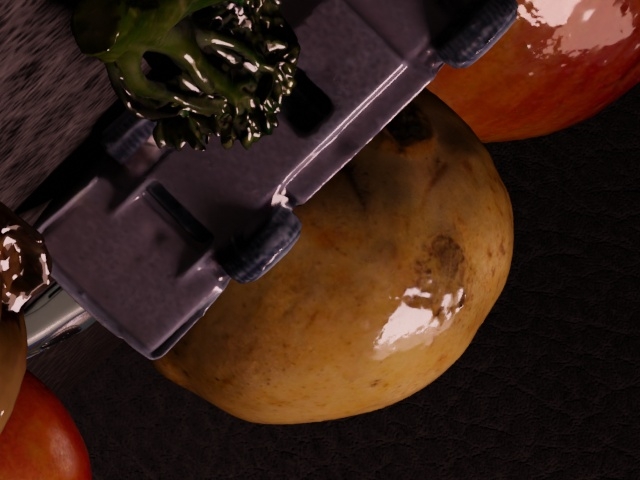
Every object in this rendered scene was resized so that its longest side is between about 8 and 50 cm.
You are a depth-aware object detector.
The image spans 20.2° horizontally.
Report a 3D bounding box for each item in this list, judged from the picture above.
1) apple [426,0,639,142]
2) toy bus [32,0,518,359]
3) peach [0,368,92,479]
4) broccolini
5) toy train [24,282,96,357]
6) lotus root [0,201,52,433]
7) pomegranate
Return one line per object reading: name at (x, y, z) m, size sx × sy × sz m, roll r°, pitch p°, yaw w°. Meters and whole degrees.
apple at (0.131, -0.181, 1.399) m, size 0.254 × 0.179 × 0.346 m, roll -2°, pitch 160°, yaw -22°
toy bus at (-0.005, -0.090, 0.928) m, size 0.329 × 0.109 × 0.136 m, roll -44°, pitch -171°, yaw 16°
peach at (-0.294, 0.207, 1.522) m, size 0.190 × 0.226 × 0.196 m, roll -9°, pitch -157°, yaw -24°
broccolini at (-0.062, -0.085, 0.701) m, size 0.091 × 0.068 × 0.202 m, roll -56°, pitch 163°, yaw 5°
toy train at (-0.166, 0.031, 1.398) m, size 0.252 × 0.048 × 0.055 m, roll -43°, pitch 177°, yaw -28°
lotus root at (-0.155, 0.057, 0.391) m, size 0.221 × 0.118 × 0.125 m, roll -41°, pitch 146°, yaw -18°
pomegranate at (0.000, 0.000, 1.170) m, size 0.260 × 0.260 × 0.260 m, roll -44°, pitch 180°, yaw 0°
